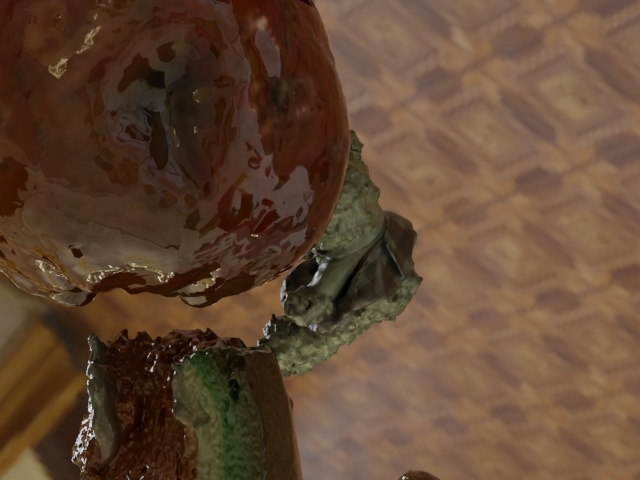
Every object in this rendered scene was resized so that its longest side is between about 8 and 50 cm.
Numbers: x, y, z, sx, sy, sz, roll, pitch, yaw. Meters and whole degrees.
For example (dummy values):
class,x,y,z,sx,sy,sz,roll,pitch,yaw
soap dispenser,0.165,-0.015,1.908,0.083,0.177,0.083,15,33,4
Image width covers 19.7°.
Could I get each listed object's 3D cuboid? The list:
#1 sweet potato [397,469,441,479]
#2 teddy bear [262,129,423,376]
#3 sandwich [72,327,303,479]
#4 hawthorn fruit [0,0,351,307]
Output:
class,x,y,z,sx,sy,sz,roll,pitch,yaw
sweet potato,0.156,0.325,1.599,0.095,0.355,0.106,11,129,-38
teddy bear,0.019,0.009,1.337,0.111,0.133,0.213,13,136,12
sandwich,-0.087,0.146,1.144,0.159,0.185,0.109,-2,177,20
hawthorn fruit,-0.106,-0.085,1.072,0.258,0.262,0.258,-2,154,-1
